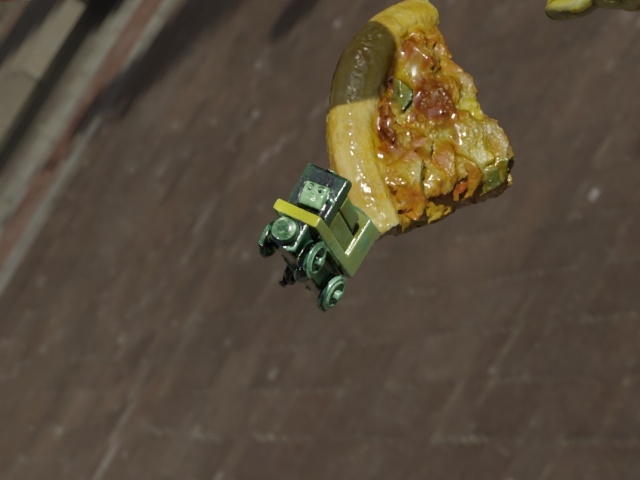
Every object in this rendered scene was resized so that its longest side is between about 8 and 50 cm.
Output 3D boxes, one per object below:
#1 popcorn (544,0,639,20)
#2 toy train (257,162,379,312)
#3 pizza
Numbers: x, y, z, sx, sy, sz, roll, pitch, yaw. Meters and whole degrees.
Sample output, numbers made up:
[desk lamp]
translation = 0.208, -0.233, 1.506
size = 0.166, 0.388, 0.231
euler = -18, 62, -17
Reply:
[popcorn]
translation = 0.219, -0.243, 1.363
size = 0.197, 0.155, 0.198
euler = 11, 102, 62
[toy train]
translation = 0.000, 0.000, 1.409
size = 0.081, 0.050, 0.122
euler = -56, -24, -12
[pizza]
translation = 0.094, -0.094, 1.732
size = 0.058, 0.197, 0.292
euler = -38, 26, 45
